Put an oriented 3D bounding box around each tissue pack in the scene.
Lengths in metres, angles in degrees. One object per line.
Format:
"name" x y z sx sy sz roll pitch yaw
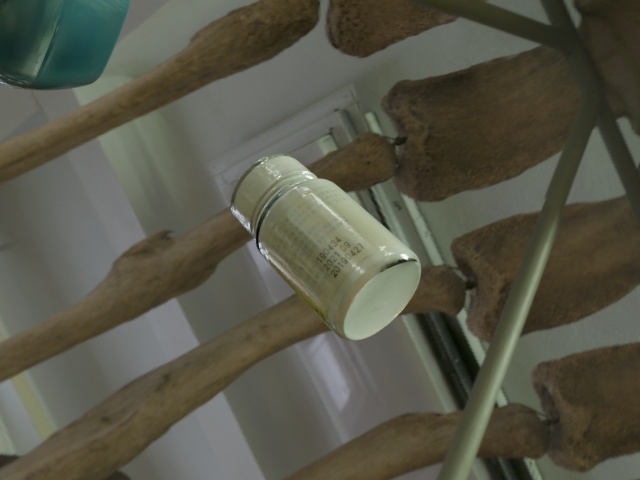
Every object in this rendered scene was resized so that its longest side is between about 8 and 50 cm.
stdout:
"tissue pack" -0.390 -0.322 0.830 0.287 0.206 0.198 48 -62 21

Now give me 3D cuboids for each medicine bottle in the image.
"medicine bottle" 0.000 0.000 0.911 0.258 0.143 0.143 45 -53 32
